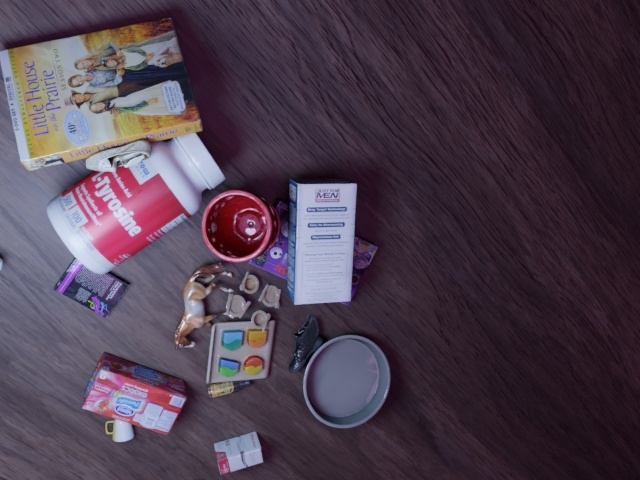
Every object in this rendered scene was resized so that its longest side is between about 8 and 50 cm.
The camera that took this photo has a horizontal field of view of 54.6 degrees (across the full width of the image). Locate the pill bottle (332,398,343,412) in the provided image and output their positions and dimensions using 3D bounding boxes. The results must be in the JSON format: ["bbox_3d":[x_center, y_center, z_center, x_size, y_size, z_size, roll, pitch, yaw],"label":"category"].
[{"bbox_3d":[0.039,0.546,2.003,0.043,0.043,0.083,20,98,-20],"label":"pill bottle"}]

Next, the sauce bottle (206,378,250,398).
[{"bbox_3d":[-0.279,0.444,1.884,0.128,0.042,0.042,-14,108,-14],"label":"sauce bottle"}]

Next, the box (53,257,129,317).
[{"bbox_3d":[-0.626,0.125,1.703,0.162,0.029,0.116,35,93,-20],"label":"box"}]

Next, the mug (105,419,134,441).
[{"bbox_3d":[-0.585,0.547,1.812,0.078,0.062,0.064,-5,98,-22],"label":"mug"}]

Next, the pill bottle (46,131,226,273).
[{"bbox_3d":[-0.457,-0.115,1.582,0.408,0.229,0.229,-35,111,-5],"label":"pill bottle"}]

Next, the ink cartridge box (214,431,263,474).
[{"bbox_3d":[-0.253,0.656,1.916,0.135,0.099,0.056,-13,107,-12],"label":"ink cartridge box"}]

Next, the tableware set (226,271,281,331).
[{"bbox_3d":[-0.193,0.178,1.817,0.169,0.020,0.141,33,70,-29],"label":"tableware set"}]

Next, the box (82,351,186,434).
[{"bbox_3d":[-0.526,0.435,1.764,0.257,0.122,0.128,25,96,-21],"label":"box"}]

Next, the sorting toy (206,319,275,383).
[{"bbox_3d":[-0.231,0.332,1.841,0.208,0.038,0.193,-1,107,-31],"label":"sorting toy"}]

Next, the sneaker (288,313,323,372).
[{"bbox_3d":[-0.058,0.319,1.913,0.170,0.051,0.089,-46,112,-6],"label":"sneaker"}]

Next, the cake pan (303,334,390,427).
[{"bbox_3d":[0.078,0.439,1.952,0.293,0.054,0.293,-1,92,-20],"label":"cake pan"}]

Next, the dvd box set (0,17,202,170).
[{"bbox_3d":[-0.528,-0.361,1.500,0.421,0.062,0.307,-15,75,-10],"label":"dvd box set"}]

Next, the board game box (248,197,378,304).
[{"bbox_3d":[-0.021,0.037,1.851,0.347,0.056,0.208,24,100,-21],"label":"board game box"}]

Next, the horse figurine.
[{"bbox_3d":[-0.336,0.180,1.785,0.175,0.066,0.263,-2,107,-22],"label":"horse figurine"}]

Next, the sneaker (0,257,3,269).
[{"bbox_3d":[-0.921,0.100,1.587,0.232,0.090,0.115,-12,114,-4],"label":"sneaker"}]

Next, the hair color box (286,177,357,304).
[{"bbox_3d":[0.000,0.000,1.766,0.174,0.105,0.347,-2,105,-17],"label":"hair color box"}]

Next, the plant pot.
[{"bbox_3d":[-0.209,-0.041,1.687,0.191,0.174,0.191,0,93,6],"label":"plant pot"}]

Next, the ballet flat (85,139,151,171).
[{"bbox_3d":[-0.479,-0.191,1.465,0.168,0.052,0.057,-20,153,6],"label":"ballet flat"}]
